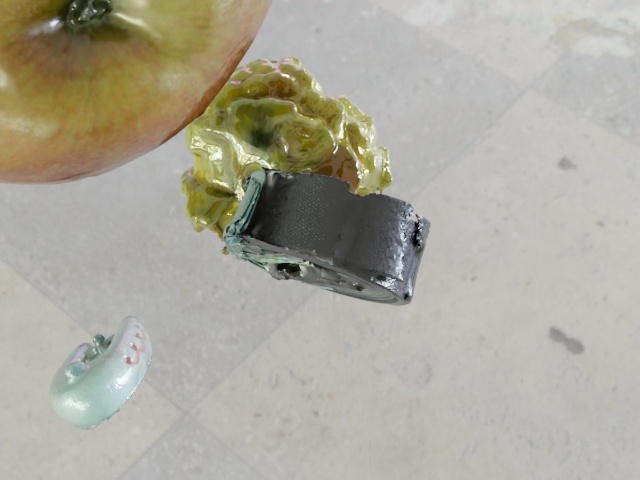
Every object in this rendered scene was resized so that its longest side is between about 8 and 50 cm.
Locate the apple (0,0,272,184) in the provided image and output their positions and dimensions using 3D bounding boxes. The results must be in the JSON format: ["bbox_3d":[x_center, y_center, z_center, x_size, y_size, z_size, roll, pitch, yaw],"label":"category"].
[{"bbox_3d":[-0.171,-0.181,0.606,0.250,0.277,0.309,19,82,42],"label":"apple"}]

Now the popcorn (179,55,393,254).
[{"bbox_3d":[-0.039,-0.076,0.913,0.218,0.189,0.169,40,14,1],"label":"popcorn"}]

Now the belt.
[{"bbox_3d":[0.000,0.000,0.549,0.140,0.105,0.058,10,75,47],"label":"belt"}]

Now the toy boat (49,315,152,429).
[{"bbox_3d":[-0.289,0.158,1.150,0.134,0.079,0.208,-28,20,7],"label":"toy boat"}]
